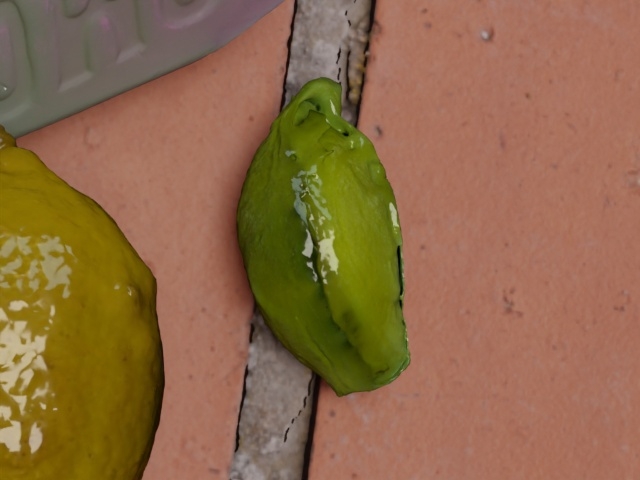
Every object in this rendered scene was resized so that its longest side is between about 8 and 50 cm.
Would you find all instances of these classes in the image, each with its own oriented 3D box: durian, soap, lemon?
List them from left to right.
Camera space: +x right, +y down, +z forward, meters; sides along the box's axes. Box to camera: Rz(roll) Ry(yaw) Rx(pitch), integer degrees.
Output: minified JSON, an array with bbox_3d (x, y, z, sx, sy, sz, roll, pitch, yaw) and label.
[{"bbox_3d":[-0.236,0.083,1.319,0.268,0.268,0.321,15,81,-17],"label":"lemon"},{"bbox_3d":[-0.188,-0.198,1.378,0.347,0.208,0.115,-25,55,-20],"label":"soap"},{"bbox_3d":[0.000,0.000,1.490,0.139,0.101,0.250,-19,92,-54],"label":"durian"}]
